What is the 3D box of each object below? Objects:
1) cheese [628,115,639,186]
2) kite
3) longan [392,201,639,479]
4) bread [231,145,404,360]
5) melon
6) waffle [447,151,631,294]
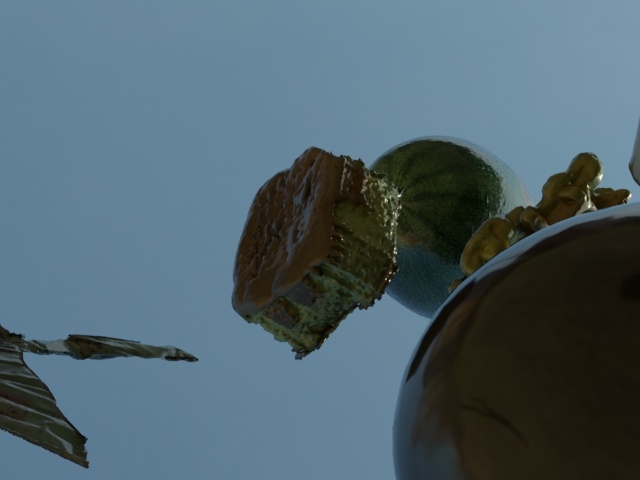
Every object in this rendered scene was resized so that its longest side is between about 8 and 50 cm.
[{"bbox_3d":[0.472,-0.092,1.480,0.384,0.104,0.384,5,-157,-2],"label":"cheese"},{"bbox_3d":[-0.163,0.055,0.944,0.250,0.012,0.229,7,-154,-39],"label":"kite"},{"bbox_3d":[0.215,0.133,1.118,0.361,0.361,0.361,-3,-140,3],"label":"longan"},{"bbox_3d":[0.000,0.000,1.244,0.069,0.128,0.140,33,-138,-22],"label":"bread"},{"bbox_3d":[0.134,-0.006,1.834,0.182,0.288,0.182,-5,-106,18],"label":"melon"},{"bbox_3d":[0.209,0.081,1.608,0.282,0.300,0.058,-31,-142,-28],"label":"waffle"}]
